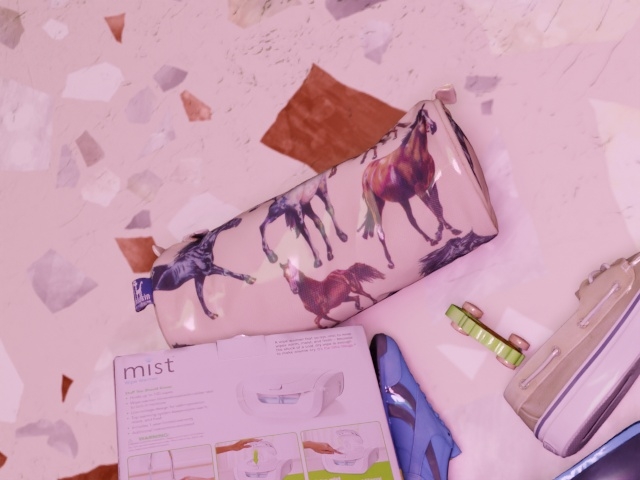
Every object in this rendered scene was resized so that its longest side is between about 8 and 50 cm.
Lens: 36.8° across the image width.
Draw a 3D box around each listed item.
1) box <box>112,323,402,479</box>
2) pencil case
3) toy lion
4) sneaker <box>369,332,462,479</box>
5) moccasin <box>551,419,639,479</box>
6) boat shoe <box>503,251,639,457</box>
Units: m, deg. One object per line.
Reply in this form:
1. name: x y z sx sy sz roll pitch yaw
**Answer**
1. box: -0.064 0.220 0.952 0.262 0.126 0.231 -8 51 -8
2. pencil case: 0.000 0.000 1.047 0.410 0.160 0.183 -29 84 17
3. toy lion: 0.167 0.096 0.983 0.100 0.096 0.034 36 95 30
4. sneaker: 0.099 0.198 1.023 0.082 0.069 0.209 -5 65 -10
5. moccasin: 0.211 0.302 0.904 0.342 0.138 0.117 -39 71 14
6. boat shoe: 0.289 0.070 0.932 0.094 0.109 0.302 40 100 28
